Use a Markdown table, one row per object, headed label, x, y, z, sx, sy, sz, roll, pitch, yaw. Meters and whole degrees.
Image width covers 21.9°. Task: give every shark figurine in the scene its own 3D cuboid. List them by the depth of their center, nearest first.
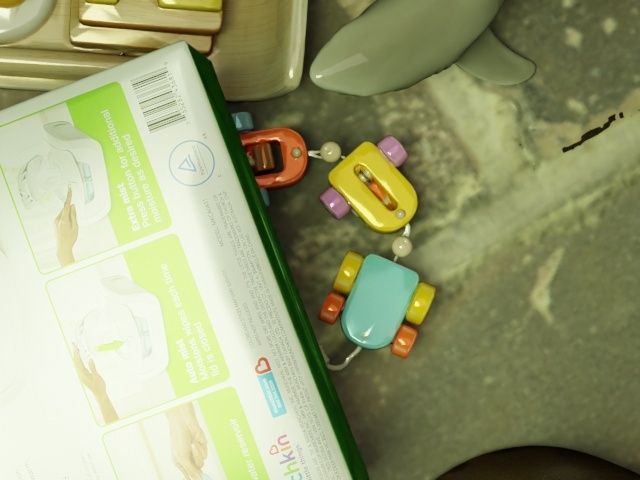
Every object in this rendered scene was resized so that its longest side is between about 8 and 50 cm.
| label | x | y | z | sx | sy | sz | roll | pitch | yaw |
| --- | --- | --- | --- | --- | --- | --- | --- | --- | --- |
| shark figurine | 0.092 | -0.204 | 0.966 | 0.166 | 0.116 | 0.278 | 16 | 70 | -27 |

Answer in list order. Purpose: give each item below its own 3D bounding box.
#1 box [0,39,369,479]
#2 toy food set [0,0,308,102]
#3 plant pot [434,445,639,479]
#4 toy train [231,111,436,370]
| label | x | y | z | sx | sy | sz | roll | pitch | yaw |
| --- | --- | --- | --- | --- | --- | --- | --- | --- | --- |
| box | -0.125 | 0.059 | 0.883 | 0.231 | 0.127 | 0.262 | -22 | 90 | 3 |
| toy food set | -0.156 | -0.202 | 0.958 | 0.306 | 0.092 | 0.220 | 3 | 82 | -5 |
| plant pot | 0.150 | 0.212 | 0.859 | 0.215 | 0.230 | 0.215 | 2 | 81 | -11 |
| toy train | 0.000 | 0.000 | 0.975 | 0.125 | 0.046 | 0.166 | -15 | 84 | -2 |
